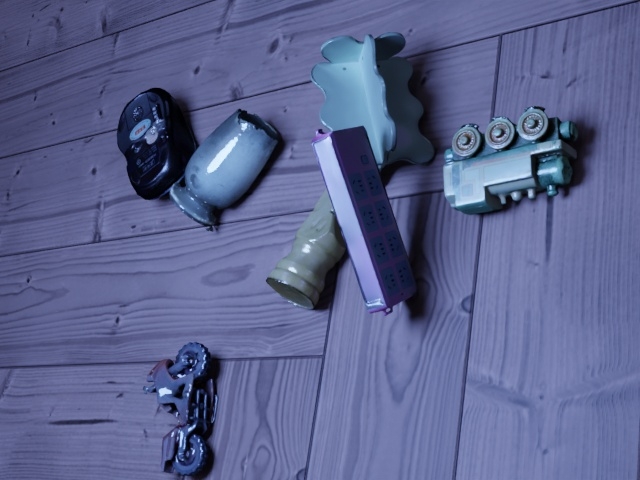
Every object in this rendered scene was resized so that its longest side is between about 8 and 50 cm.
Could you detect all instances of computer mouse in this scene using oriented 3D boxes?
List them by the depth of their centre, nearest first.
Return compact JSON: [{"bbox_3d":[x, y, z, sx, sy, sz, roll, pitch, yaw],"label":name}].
[{"bbox_3d":[-0.301,-0.175,1.951,0.137,0.096,0.233,-34,55,29],"label":"computer mouse"}]

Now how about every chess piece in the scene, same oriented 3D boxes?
[{"bbox_3d":[0.000,0.000,1.624,0.090,0.090,0.200,14,67,43],"label":"chess piece"}]

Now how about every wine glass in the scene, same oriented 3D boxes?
[{"bbox_3d":[-0.165,-0.125,1.796,0.204,0.111,0.111,-50,46,14],"label":"wine glass"}]

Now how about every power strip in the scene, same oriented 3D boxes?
[{"bbox_3d":[0.065,-0.031,1.476,0.037,0.109,0.279,-18,91,32],"label":"power strip"}]

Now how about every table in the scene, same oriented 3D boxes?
[{"bbox_3d":[0.079,-0.195,1.602,0.166,0.166,0.198,-26,63,29],"label":"table"}]

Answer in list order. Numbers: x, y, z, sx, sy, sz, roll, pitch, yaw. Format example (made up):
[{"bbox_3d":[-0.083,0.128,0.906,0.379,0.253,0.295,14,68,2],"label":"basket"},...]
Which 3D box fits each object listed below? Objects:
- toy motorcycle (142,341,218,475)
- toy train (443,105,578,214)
[{"bbox_3d":[-0.227,0.271,1.676,0.118,0.084,0.212,-12,67,27],"label":"toy motorcycle"},{"bbox_3d":[0.263,-0.107,1.450,0.194,0.081,0.125,-11,73,34],"label":"toy train"}]
